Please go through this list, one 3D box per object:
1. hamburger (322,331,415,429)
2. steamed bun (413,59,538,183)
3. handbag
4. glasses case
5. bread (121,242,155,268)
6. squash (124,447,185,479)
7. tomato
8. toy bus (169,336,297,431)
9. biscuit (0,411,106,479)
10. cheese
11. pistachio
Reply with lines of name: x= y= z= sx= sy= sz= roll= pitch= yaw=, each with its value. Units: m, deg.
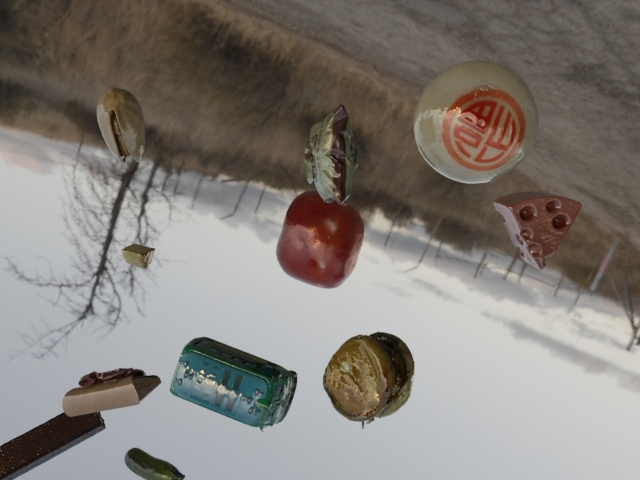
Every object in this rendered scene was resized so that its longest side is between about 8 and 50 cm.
hamburger: x=0.098 y=0.271 z=1.220 sx=0.177 sy=0.186 sz=0.113 roll=0 pitch=174 yaw=41
steamed bun: x=0.354 y=-0.260 z=1.416 sx=0.282 sy=0.283 sz=0.177 roll=21 pitch=-160 yaw=-5
handbag: x=0.022 y=-0.188 z=1.456 sx=0.127 sy=0.213 sz=0.235 roll=-5 pitch=-177 yaw=-13
glasses case: x=-0.405 y=0.276 z=1.225 sx=0.193 sy=0.070 sz=0.102 roll=-15 pitch=-168 yaw=25
bread: x=-0.561 y=0.028 z=1.923 sx=0.084 sy=0.080 sz=0.109 roll=14 pitch=154 yaw=0
squash: x=-0.575 y=0.788 z=2.166 sx=0.331 sy=0.087 sz=0.087 roll=1 pitch=171 yaw=40
tomato: x=0.000 y=0.000 z=2.129 sx=0.293 sy=0.325 sz=0.289 roll=29 pitch=-160 yaw=25
toy bus: x=-0.258 y=0.413 z=1.822 sx=0.343 sy=0.184 sz=0.199 roll=17 pitch=179 yaw=13
biscuit: x=-0.914 y=0.669 z=2.078 sx=0.107 sy=0.388 sz=0.073 roll=56 pitch=161 yaw=22
cheese: x=0.550 y=-0.057 z=1.672 sx=0.177 sy=0.203 sz=0.128 roll=27 pitch=-171 yaw=-11
pistachio: x=-0.567 y=-0.331 z=1.806 sx=0.126 sy=0.223 sz=0.152 roll=-7 pitch=-154 yaw=-1
